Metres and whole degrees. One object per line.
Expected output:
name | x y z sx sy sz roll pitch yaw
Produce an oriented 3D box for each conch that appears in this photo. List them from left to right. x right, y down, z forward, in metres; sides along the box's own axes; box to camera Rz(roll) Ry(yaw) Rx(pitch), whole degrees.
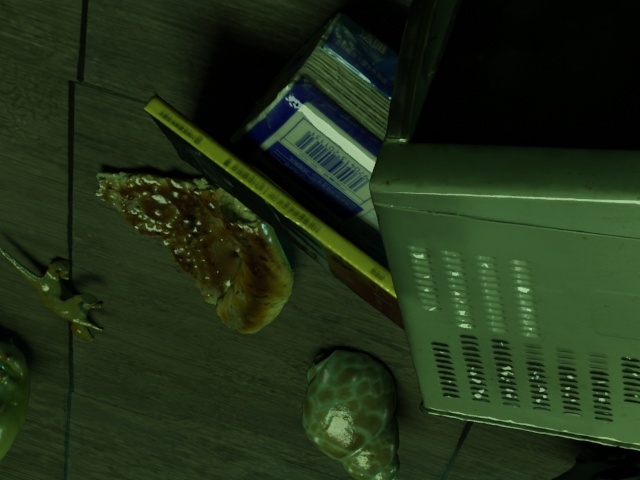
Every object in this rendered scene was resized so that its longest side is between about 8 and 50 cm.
conch | 0.035 0.209 2.099 0.116 0.106 0.173 -2 130 0

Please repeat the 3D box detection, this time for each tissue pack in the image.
tissue pack | 0.073 -0.070 1.603 0.269 0.137 0.209 38 163 -6

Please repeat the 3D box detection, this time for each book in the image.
book | 0.000 0.000 1.682 0.374 0.028 0.262 37 176 6

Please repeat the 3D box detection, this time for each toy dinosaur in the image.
toy dinosaur | -0.328 0.063 2.133 0.162 0.039 0.126 26 148 -6

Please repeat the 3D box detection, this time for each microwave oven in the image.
microwave oven | 0.220 -0.095 1.301 0.247 0.394 0.333 7 145 19

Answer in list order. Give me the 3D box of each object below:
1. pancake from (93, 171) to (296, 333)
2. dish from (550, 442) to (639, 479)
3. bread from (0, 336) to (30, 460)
pancake | -0.140 0.005 1.934 0.244 0.057 0.266 23 147 -4
dish | 0.356 0.259 1.969 0.273 0.134 0.273 -6 178 0
bread | -0.446 0.172 2.271 0.174 0.251 0.133 37 99 -22
